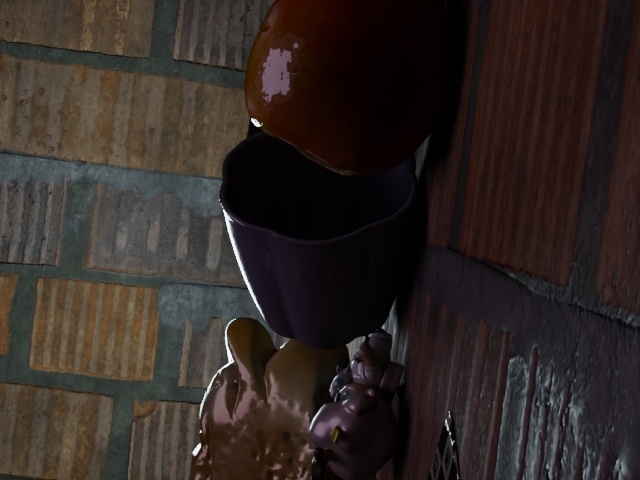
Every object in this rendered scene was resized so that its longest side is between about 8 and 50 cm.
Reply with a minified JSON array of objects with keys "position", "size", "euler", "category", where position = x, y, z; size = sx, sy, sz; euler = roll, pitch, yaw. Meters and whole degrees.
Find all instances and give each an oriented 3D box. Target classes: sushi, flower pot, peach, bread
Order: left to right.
[{"position":[-0.080,0.347,1.985],"size":[0.329,0.245,0.424],"euler":[-108,29,-76],"category":"bread"},{"position":[0.000,0.000,1.673],"size":[0.265,0.265,0.243],"euler":[-89,-2,-46],"category":"flower pot"},{"position":[0.052,-0.218,1.511],"size":[0.245,0.249,0.274],"euler":[23,91,50],"category":"peach"},{"position":[0.101,0.301,1.249],"size":[0.210,0.040,0.192],"euler":[-91,10,-54],"category":"sushi"}]

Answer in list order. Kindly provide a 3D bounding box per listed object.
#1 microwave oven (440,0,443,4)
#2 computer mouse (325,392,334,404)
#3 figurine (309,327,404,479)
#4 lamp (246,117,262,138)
[{"position":[0.056,-0.346,1.650],"size":[0.129,0.205,0.163],"euler":[-117,35,-80],"category":"microwave oven"},{"position":[0.049,0.270,1.760],"size":[0.172,0.057,0.099],"euler":[-125,42,-64],"category":"computer mouse"},{"position":[0.051,0.217,1.556],"size":[0.137,0.112,0.229],"euler":[118,173,-53],"category":"figurine"},{"position":[0.017,-0.215,1.770],"size":[0.147,0.227,0.172],"euler":[105,170,-57],"category":"lamp"}]
